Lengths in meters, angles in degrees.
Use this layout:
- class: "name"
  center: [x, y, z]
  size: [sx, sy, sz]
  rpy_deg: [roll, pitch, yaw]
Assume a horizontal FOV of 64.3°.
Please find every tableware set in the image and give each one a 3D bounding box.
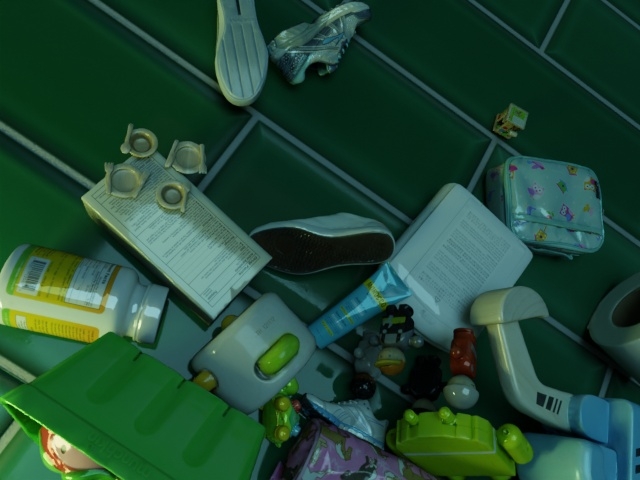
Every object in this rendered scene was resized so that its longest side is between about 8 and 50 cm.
- class: "tableware set"
  center: [-0.287, -0.127, 0.894]
  size: [0.168, 0.020, 0.141]
  rpy_deg: [15, 70, -13]

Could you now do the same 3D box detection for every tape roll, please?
- class: "tape roll"
  center: [0.748, 0.193, 1.109]
  size: [0.169, 0.246, 0.246]
  rpy_deg: [42, 68, -1]

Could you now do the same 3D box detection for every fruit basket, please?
- class: "fruit basket"
  center: [-0.300, 0.378, 0.726]
  size: [0.391, 0.283, 0.392]
  rpy_deg: [7, 52, -9]

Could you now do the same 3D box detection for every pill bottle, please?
- class: "pill bottle"
  center: [-0.390, 0.099, 0.855]
  size: [0.245, 0.136, 0.137]
  rpy_deg: [15, 71, -12]

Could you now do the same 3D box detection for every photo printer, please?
- class: "photo printer"
  center: [0.273, 0.065, 1.077]
  size: [0.256, 0.107, 0.307]
  rpy_deg: [42, 68, -1]

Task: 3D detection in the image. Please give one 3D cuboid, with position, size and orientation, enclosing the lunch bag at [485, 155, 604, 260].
- class: "lunch bag"
  center: [0.531, -0.071, 1.192]
  size: [0.279, 0.108, 0.224]
  rpy_deg: [7, 73, -15]

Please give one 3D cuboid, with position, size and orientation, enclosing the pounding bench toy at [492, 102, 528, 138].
- class: "pounding bench toy"
  center: [0.461, -0.279, 1.253]
  size: [0.052, 0.065, 0.083]
  rpy_deg: [25, 69, -9]

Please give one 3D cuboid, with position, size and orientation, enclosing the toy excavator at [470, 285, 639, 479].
- class: "toy excavator"
  center: [0.453, 0.345, 0.942]
  size: [0.445, 0.222, 0.433]
  rpy_deg: [24, 67, -24]

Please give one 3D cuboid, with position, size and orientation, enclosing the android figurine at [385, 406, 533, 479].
- class: "android figurine"
  center: [0.238, 0.366, 0.905]
  size: [0.273, 0.248, 0.056]
  rpy_deg: [49, 38, -35]

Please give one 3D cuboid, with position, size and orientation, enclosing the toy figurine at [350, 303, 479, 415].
- class: "toy figurine"
  center: [0.168, 0.239, 0.939]
  size: [0.209, 0.213, 0.148]
  rpy_deg: [23, 53, -9]

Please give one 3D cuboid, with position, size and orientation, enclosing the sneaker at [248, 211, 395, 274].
- class: "sneaker"
  center: [0.000, 0.000, 1.036]
  size: [0.289, 0.123, 0.106]
  rpy_deg: [1, 112, 0]

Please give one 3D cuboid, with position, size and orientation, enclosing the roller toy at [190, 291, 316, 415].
- class: "roller toy"
  center: [-0.120, 0.190, 0.882]
  size: [0.209, 0.191, 0.146]
  rpy_deg: [-41, 90, 16]

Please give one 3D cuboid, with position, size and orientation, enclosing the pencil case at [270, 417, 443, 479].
- class: "pencil case"
  center: [0.110, 0.456, 0.883]
  size: [0.386, 0.160, 0.167]
  rpy_deg: [30, 81, -5]

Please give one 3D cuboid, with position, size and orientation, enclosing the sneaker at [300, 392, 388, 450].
- class: "sneaker"
  center: [0.049, 0.328, 0.965]
  size: [0.190, 0.071, 0.083]
  rpy_deg: [35, 61, -13]

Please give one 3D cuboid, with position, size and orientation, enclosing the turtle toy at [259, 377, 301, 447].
- class: "turtle toy"
  center: [-0.070, 0.306, 0.923]
  size: [0.066, 0.095, 0.130]
  rpy_deg: [12, 70, -34]

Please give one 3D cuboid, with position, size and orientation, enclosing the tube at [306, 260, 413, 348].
- class: "tube"
  center: [0.071, 0.131, 0.988]
  size: [0.207, 0.052, 0.080]
  rpy_deg: [-35, 84, 0]

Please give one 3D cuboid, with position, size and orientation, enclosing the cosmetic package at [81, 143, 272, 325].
- class: "cosmetic package"
  center: [-0.260, -0.007, 0.937]
  size: [0.309, 0.113, 0.160]
  rpy_deg: [44, 67, -2]

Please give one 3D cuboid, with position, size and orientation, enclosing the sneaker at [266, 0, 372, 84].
- class: "sneaker"
  center: [0.011, -0.445, 1.162]
  size: [0.283, 0.110, 0.122]
  rpy_deg: [-34, 104, -20]

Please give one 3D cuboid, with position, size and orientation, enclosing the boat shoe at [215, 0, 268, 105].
- class: "boat shoe"
  center: [-0.171, -0.415, 1.086]
  size: [0.109, 0.094, 0.303]
  rpy_deg: [-2, 74, -11]
